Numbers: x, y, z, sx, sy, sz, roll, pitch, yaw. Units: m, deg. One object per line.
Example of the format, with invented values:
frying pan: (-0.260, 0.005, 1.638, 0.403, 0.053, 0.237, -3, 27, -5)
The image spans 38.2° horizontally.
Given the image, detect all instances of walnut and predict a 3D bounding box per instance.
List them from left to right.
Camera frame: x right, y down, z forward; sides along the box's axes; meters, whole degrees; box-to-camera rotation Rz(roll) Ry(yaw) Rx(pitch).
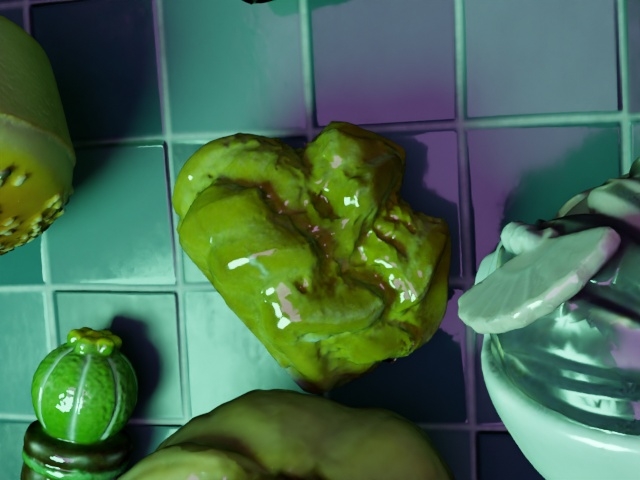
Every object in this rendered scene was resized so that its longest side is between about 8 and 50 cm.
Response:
walnut: (-0.030, 0.286, 0.665, 0.306, 0.306, 0.344, 22, 126, 10)

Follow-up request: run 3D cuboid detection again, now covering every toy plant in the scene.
toy plant: (-0.206, 0.156, 0.798, 0.093, 0.093, 0.162, 11, 96, 11)

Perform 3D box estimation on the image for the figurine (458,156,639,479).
figurine: (0.229, 0.058, 0.556, 0.253, 0.361, 0.211, -19, 81, 11)

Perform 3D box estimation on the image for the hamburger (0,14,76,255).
hamburger: (-0.333, -0.068, 0.706, 0.300, 0.300, 0.176, -6, 79, 14)

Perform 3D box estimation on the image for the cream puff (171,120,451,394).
cream puff: (0.000, 0.000, 0.693, 0.195, 0.195, 0.221, -42, 91, 14)

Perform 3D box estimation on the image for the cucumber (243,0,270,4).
cucumber: (0.081, -0.238, 0.694, 0.304, 0.081, 0.072, -7, 138, 9)
